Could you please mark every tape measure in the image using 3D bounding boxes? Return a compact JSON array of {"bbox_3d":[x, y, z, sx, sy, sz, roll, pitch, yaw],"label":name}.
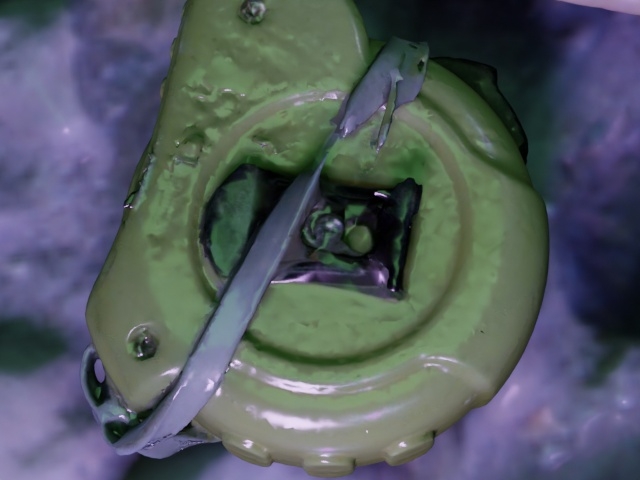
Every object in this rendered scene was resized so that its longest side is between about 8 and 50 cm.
[{"bbox_3d":[0.000,0.000,0.572,0.154,0.087,0.177,17,77,4],"label":"tape measure"}]

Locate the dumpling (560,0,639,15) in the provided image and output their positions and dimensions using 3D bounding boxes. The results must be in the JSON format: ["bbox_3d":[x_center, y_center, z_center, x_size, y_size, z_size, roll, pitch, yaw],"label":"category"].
[{"bbox_3d":[0.182,-0.216,0.604,0.395,0.233,0.315,-27,44,6],"label":"dumpling"}]
